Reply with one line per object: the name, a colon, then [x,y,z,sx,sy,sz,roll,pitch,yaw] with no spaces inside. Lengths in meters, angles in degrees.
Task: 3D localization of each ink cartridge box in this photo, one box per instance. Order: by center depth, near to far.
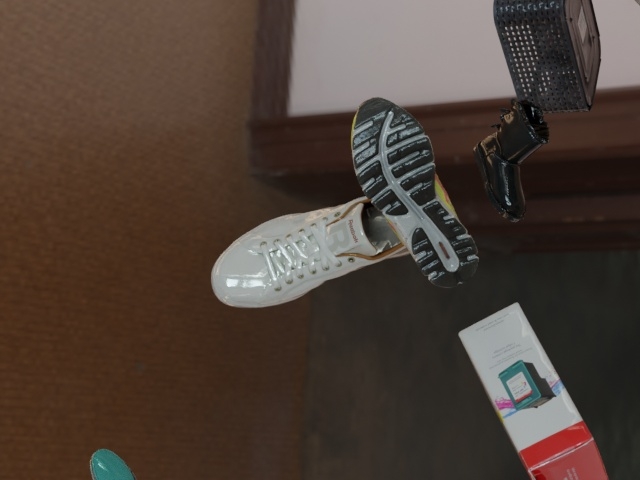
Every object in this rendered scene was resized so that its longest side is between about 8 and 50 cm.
ink cartridge box: [0.239,0.199,1.384,0.231,0.078,0.134,66,5,36]

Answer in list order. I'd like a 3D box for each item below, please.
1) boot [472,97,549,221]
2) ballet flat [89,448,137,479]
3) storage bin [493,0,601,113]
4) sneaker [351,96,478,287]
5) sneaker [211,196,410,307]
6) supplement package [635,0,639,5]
boot: [0.231,-0.096,1.497,0.045,0.099,0.121,2,57,-36]
ballet flat: [-0.194,0.259,1.285,0.041,0.114,0.041,-36,154,-20]
storage bin: [0.272,-0.248,1.522,0.180,0.084,0.122,64,35,-45]
sneaker: [0.087,-0.051,1.318,0.094,0.081,0.209,-109,173,-76]
sneaker: [0.000,0.000,1.583,0.123,0.290,0.106,100,-30,-80]
supplement package: [0.487,-0.299,1.276,0.177,0.292,0.175,-110,-163,-55]
